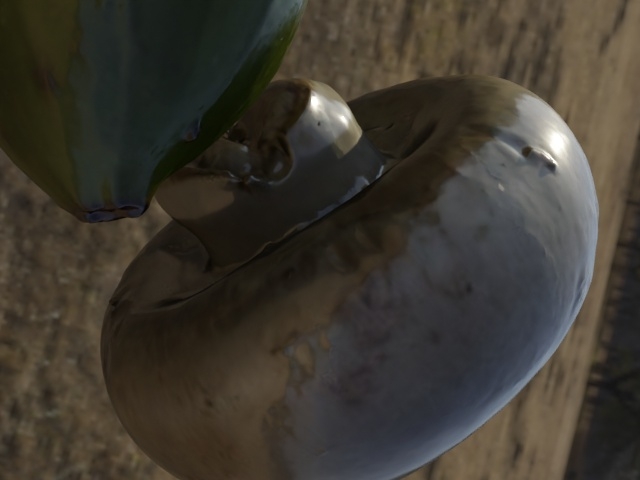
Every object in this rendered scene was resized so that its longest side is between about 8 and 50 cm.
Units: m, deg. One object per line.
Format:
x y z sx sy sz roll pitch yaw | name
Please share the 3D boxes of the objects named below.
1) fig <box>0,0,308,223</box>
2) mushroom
-0.094 -0.122 0.709 0.203 0.203 0.225 29 57 -76 | fig
0.000 0.000 0.929 0.294 0.362 0.362 55 33 -16 | mushroom
